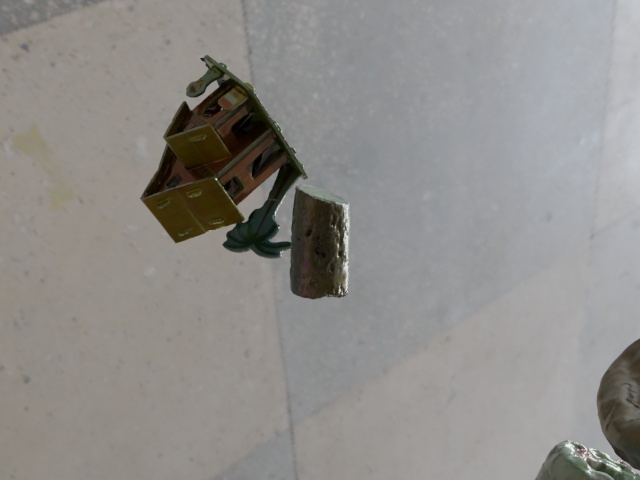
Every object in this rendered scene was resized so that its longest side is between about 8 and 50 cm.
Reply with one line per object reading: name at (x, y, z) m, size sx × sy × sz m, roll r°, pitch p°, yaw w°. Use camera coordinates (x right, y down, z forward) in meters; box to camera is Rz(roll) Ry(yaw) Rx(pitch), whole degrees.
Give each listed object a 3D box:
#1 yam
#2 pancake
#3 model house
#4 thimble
yam at (0.000, 0.000, 1.812) m, size 0.107 × 0.107 × 0.194 m, roll -11°, pitch 110°, yaw -39°
pancake at (0.382, 0.116, 1.013) m, size 0.294 × 0.294 × 0.049 m, roll -44°, pitch 96°, yaw -16°
model house at (-0.207, -0.134, 2.143) m, size 0.323 × 0.340 × 0.300 m, roll -42°, pitch 137°, yaw -7°
thimble at (0.353, 0.358, 1.274) m, size 0.185 × 0.211 × 0.149 m, roll 23°, pitch 97°, yaw -34°
